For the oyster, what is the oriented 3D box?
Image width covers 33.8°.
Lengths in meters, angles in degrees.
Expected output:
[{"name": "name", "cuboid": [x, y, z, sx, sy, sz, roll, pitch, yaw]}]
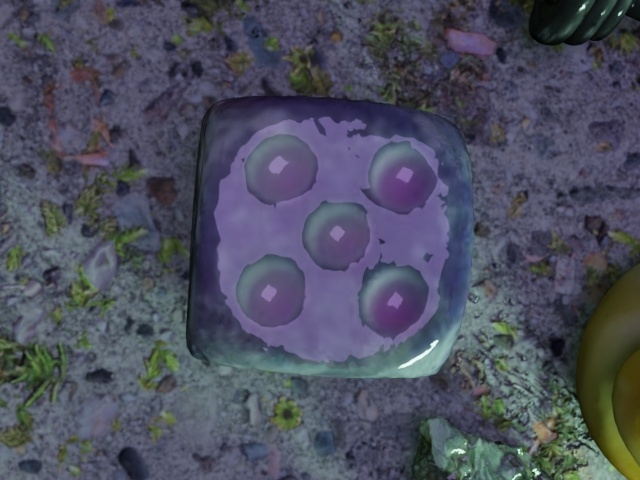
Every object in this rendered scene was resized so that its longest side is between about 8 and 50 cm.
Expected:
[{"name": "oyster", "cuboid": [0.202, 0.335, 1.213, 0.268, 0.112, 0.198, 27, 84, -4]}]

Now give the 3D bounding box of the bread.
[{"name": "bread", "cuboid": [0.516, 0.167, 1.198, 0.424, 0.245, 0.329, 12, 86, -5]}]

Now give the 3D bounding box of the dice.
[{"name": "dice", "cuboid": [0.000, 0.000, 1.109, 0.270, 0.270, 0.271, 5, 88, -8]}]

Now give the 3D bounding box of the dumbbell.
[{"name": "dumbbell", "cuboid": [0.421, -0.257, 1.231, 0.406, 0.179, 0.179, 22, 85, -7]}]
